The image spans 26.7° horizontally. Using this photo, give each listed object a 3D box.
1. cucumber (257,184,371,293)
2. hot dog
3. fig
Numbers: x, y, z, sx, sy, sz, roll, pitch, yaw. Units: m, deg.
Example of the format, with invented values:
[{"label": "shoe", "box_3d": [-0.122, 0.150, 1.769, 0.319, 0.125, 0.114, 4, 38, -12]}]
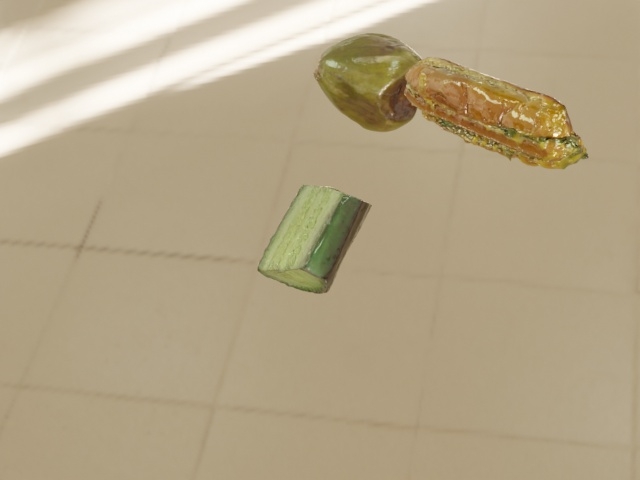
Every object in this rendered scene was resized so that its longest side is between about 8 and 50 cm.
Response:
[{"label": "cucumber", "box_3d": [0.000, 0.000, 1.419, 0.116, 0.062, 0.115, 16, 80, 63]}, {"label": "hot dog", "box_3d": [0.201, -0.151, 1.594, 0.072, 0.115, 0.269, -46, 41, -15]}, {"label": "fig", "box_3d": [0.074, -0.242, 2.034, 0.166, 0.144, 0.154, 21, 8, -1]}]
